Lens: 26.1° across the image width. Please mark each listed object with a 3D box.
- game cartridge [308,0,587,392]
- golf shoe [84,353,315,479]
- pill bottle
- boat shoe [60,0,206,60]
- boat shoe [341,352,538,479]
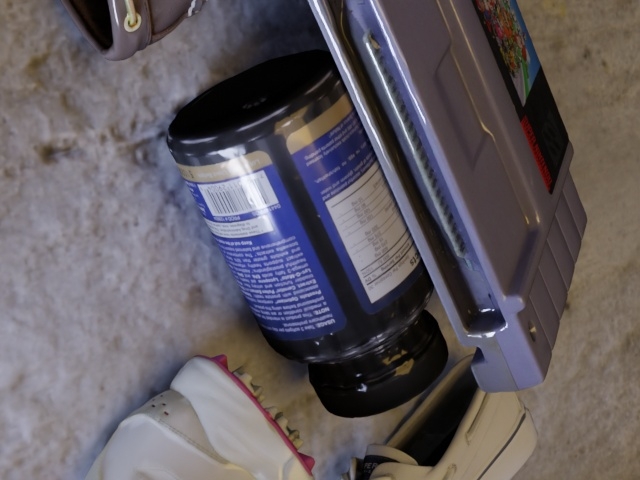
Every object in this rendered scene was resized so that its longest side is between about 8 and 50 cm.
[{"bbox_3d":[0.090,-0.107,0.914,0.355,0.068,0.230,64,33,-22],"label":"game cartridge"},{"bbox_3d":[-0.025,0.219,0.840,0.140,0.115,0.306,-35,71,-15],"label":"golf shoe"},{"bbox_3d":[0.000,0.000,0.884,0.123,0.123,0.219,-37,115,-27],"label":"pill bottle"},{"bbox_3d":[-0.161,-0.250,0.753,0.097,0.116,0.324,-46,124,-26],"label":"boat shoe"},{"bbox_3d":[0.051,0.180,0.968,0.258,0.095,0.084,-45,114,-35],"label":"boat shoe"}]
